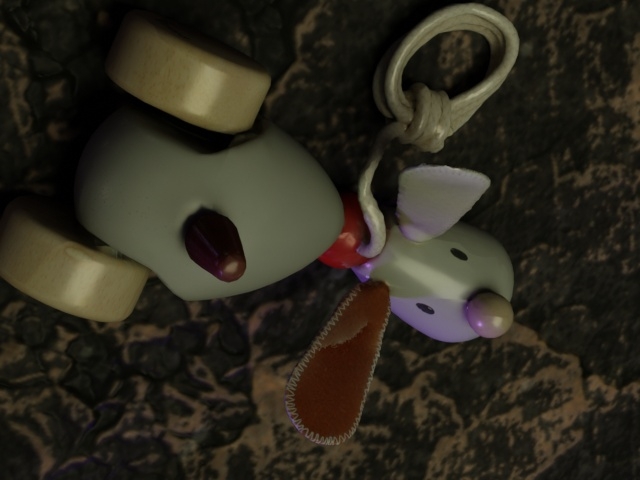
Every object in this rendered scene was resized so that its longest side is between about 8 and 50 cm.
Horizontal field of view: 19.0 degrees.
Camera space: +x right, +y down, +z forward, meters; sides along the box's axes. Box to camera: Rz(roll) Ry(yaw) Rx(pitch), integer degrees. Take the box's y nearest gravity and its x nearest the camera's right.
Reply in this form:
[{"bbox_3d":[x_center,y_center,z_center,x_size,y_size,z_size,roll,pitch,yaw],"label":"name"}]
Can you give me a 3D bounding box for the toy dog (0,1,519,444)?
[{"bbox_3d":[0.000,0.000,1.013,0.333,0.161,0.220,-4,120,-32],"label":"toy dog"}]
